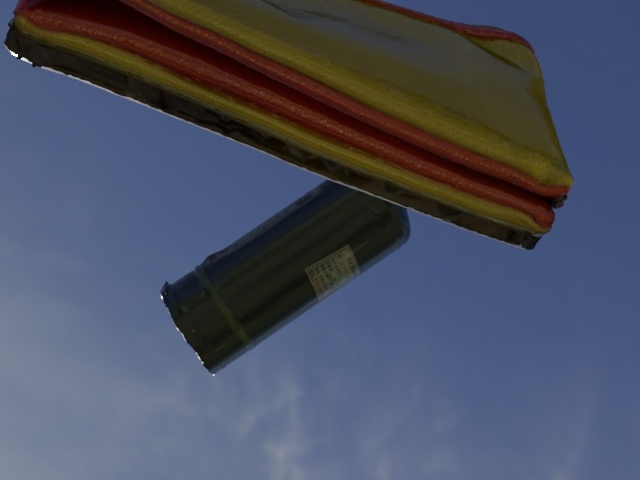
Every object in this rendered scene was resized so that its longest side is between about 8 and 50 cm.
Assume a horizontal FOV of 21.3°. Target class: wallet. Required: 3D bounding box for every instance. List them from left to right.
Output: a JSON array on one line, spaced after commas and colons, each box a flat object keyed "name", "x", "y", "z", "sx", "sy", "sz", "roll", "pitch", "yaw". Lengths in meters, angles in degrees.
[{"name": "wallet", "x": -0.012, "y": -0.081, "z": 0.735, "sx": 0.241, "sy": 0.141, "sz": 0.067, "roll": 22, "pitch": -62, "yaw": -12}]

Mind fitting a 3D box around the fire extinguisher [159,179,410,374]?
[{"name": "fire extinguisher", "x": 0.000, "y": 0.000, "z": 1.512, "sx": 0.294, "sy": 0.093, "sz": 0.118, "roll": -34, "pitch": -21, "yaw": -3}]
